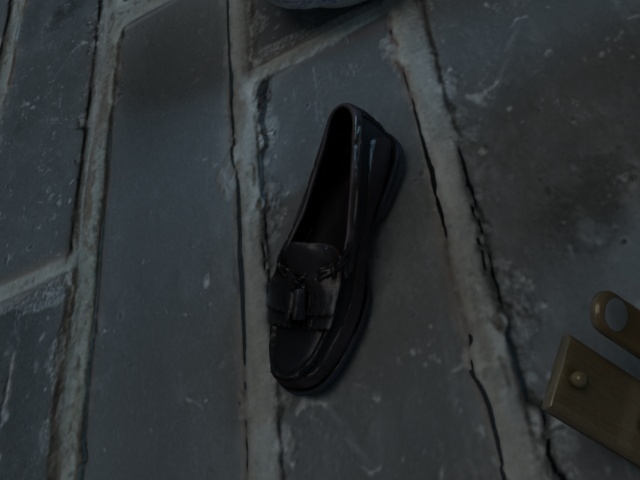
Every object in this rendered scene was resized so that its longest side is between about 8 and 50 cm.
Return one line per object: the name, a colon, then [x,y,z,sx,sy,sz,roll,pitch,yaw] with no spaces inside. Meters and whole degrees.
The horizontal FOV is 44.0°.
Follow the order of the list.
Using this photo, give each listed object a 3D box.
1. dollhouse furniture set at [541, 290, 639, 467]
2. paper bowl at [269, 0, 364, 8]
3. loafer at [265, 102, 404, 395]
dollhouse furniture set: [0.261,0.073,0.524,0.151,0.123,0.144,-15,48,59]
paper bowl: [0.025,-0.416,1.018,0.284,0.148,0.284,-16,54,23]
loafer: [0.000,0.000,0.799,0.109,0.095,0.302,2,63,35]
